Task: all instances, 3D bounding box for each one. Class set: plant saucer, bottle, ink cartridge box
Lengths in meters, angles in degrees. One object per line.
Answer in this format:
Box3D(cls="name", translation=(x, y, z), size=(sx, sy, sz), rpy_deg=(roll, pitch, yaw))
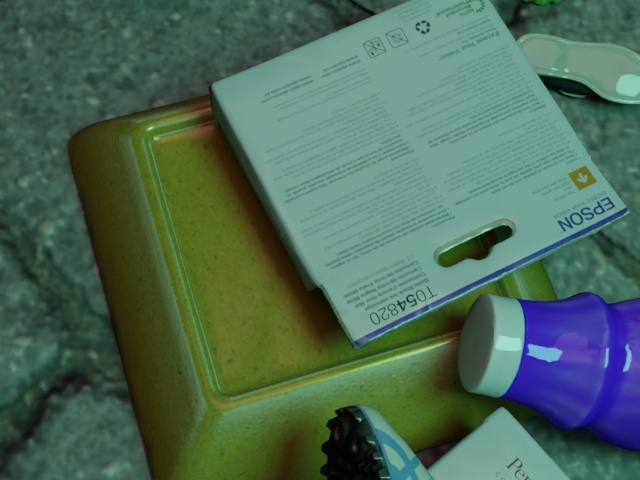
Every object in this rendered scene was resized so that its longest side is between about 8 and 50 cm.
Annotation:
Box3D(cls="plant saucer", translation=(0.000, 0.000, 0.849), size=(0.332, 0.081, 0.333), rpy_deg=(-16, 67, -8))
Box3D(cls="bottle", translation=(0.235, 0.093, 0.765), size=(0.283, 0.118, 0.092), rpy_deg=(11, 55, -11))
Box3D(cls="ink cartridge box", translation=(0.066, -0.057, 0.807), size=(0.223, 0.045, 0.224), rpy_deg=(-24, 70, -11))

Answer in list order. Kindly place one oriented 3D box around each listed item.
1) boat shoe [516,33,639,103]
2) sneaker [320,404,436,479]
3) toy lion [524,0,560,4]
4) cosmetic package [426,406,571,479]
Box3D(cls="boat shoe", translation=(0.218, -0.139, 0.940), size=(0.125, 0.038, 0.046), rpy_deg=(12, 85, 5))
Box3D(cls="sneaker", translation=(0.077, 0.198, 0.669), size=(0.086, 0.085, 0.237), rpy_deg=(-13, 59, -37))
Box3D(cls="toy lion", translation=(0.191, -0.258, 0.998), size=(0.096, 0.034, 0.100), rpy_deg=(-43, 73, -10))
Box3D(cls="cosmetic package", translation=(0.131, 0.337, 0.692), size=(0.284, 0.097, 0.377), rpy_deg=(-37, 71, -15))
